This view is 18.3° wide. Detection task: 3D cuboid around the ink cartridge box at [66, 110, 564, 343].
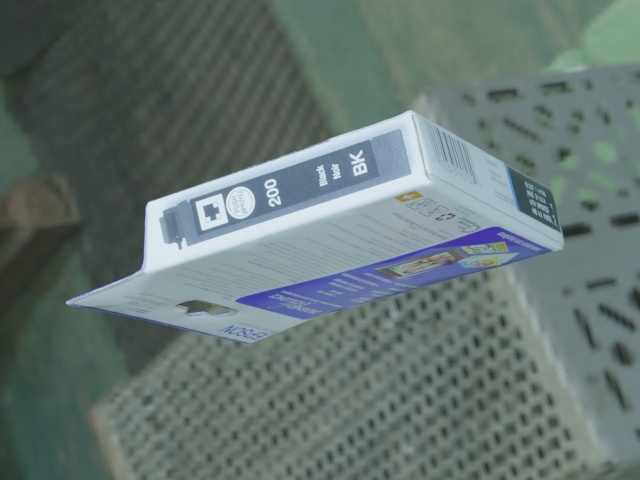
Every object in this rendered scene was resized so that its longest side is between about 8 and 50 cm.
[{"bbox_3d":[0.000,0.000,1.059,0.208,0.206,0.045,-19,74,21],"label":"ink cartridge box"}]
